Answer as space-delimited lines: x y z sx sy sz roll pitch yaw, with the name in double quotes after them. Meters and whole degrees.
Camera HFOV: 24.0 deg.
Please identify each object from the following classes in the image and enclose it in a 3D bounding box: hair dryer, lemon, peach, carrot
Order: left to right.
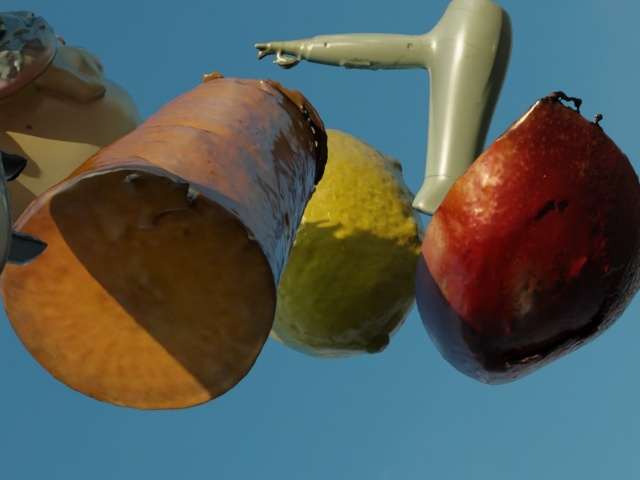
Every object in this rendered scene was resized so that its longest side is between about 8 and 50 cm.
-0.102 -0.023 1.094 0.254 0.196 0.196 -72 -21 -58 "carrot"
0.000 0.000 1.683 0.233 0.288 0.233 -23 -23 -10 "lemon"
0.050 -0.136 1.398 0.075 0.237 0.206 86 -164 -80 "hair dryer"
0.173 0.017 1.168 0.189 0.068 0.279 -8 -51 -9 "peach"

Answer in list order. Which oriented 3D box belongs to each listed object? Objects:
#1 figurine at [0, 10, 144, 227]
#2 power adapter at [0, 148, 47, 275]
-0.283 -0.135 1.224 0.227 0.274 0.394 -12 -55 10 "figurine"
-0.252 -0.044 0.773 0.124 0.187 0.255 -36 -34 29 "power adapter"
